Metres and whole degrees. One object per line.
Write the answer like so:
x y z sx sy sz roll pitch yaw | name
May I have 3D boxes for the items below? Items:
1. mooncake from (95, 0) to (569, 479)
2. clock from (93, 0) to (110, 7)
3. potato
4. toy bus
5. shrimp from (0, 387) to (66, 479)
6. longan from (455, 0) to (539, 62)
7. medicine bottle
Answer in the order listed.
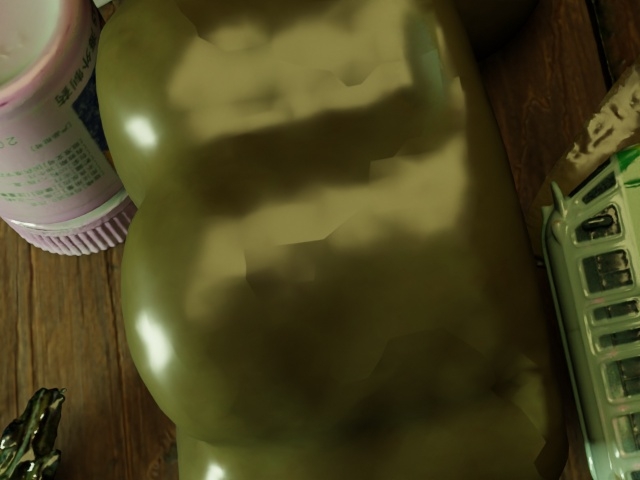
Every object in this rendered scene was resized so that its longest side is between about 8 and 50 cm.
0.000 0.000 1.008 0.262 0.467 0.467 -13 66 1 | mooncake
-0.302 -0.328 1.387 0.324 0.108 0.265 -36 67 -6 | clock
0.281 -0.080 1.182 0.120 0.100 0.261 35 77 22 | potato
0.265 0.060 1.079 0.165 0.133 0.276 -13 81 11 | toy bus
-0.209 0.301 1.128 0.233 0.071 0.364 5 72 9 | shrimp
0.111 -0.236 1.245 0.189 0.189 0.189 -4 67 9 | longan
-0.242 -0.115 1.186 0.178 0.290 0.178 -4 67 9 | medicine bottle
